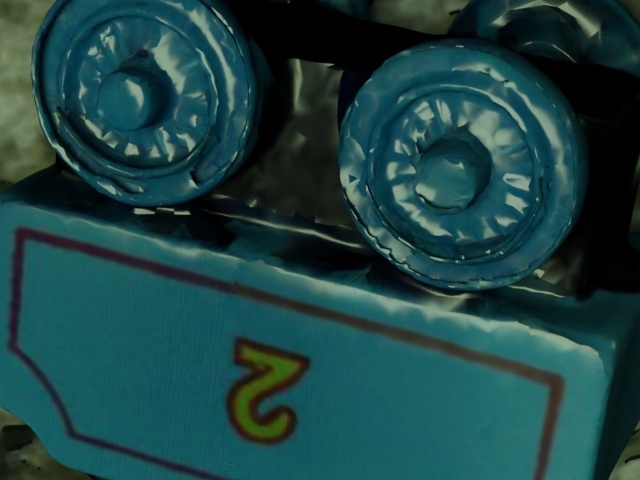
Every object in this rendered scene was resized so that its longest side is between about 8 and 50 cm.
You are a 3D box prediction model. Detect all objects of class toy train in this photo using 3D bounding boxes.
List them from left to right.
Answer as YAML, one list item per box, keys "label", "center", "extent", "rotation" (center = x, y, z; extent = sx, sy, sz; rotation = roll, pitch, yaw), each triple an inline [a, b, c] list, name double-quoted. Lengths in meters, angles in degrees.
- label: "toy train"
  center: [0.000, 0.000, 0.850]
  extent: [0.300, 0.188, 0.265]
  rotation: [14, 113, 17]
